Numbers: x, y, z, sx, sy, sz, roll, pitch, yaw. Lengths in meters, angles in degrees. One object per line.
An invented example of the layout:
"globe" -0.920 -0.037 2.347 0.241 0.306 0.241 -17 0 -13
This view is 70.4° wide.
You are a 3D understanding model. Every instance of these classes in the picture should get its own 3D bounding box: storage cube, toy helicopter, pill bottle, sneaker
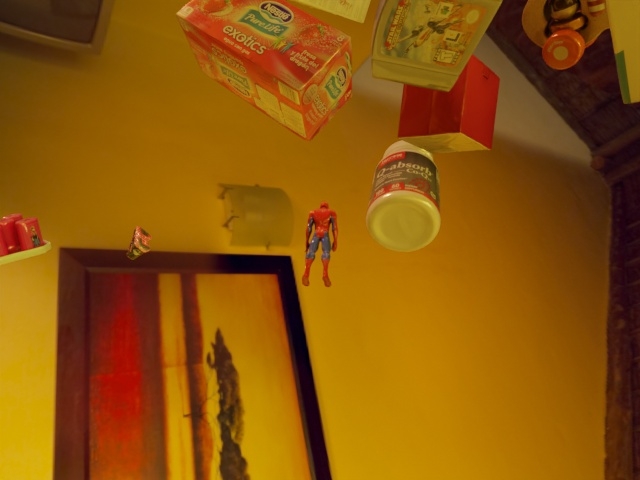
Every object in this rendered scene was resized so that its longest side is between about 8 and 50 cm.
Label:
"storage cube" 0.336 -0.344 1.180 0.183 0.215 0.193 6 -91 43
"toy helicopter" 0.564 -0.549 0.929 0.235 0.140 0.355 47 -28 -1
"pill bottle" 0.261 -0.152 1.402 0.210 0.210 0.363 -52 -166 39
"sneaker" -0.439 0.008 1.084 0.057 0.047 0.119 -44 -153 6

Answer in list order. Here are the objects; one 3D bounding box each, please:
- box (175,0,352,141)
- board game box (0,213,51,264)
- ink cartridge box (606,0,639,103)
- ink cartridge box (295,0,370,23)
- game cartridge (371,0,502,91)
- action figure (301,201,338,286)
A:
"box" -0.097 -0.343 0.847 0.300 0.142 0.154 36 -15 18
"board game box" -0.630 0.012 0.582 0.390 0.390 0.050 11 -68 38
"ink cartridge box" 0.297 -0.250 0.389 0.086 0.148 0.203 -5 -116 38
"ink cartridge box" 0.029 -0.699 1.183 0.066 0.232 0.189 -118 -139 -55
"game cartridge" 0.201 -0.402 0.838 0.297 0.198 0.062 109 -15 -65
"action figure" 0.000 0.000 0.512 0.030 0.038 0.115 75 17 -52
